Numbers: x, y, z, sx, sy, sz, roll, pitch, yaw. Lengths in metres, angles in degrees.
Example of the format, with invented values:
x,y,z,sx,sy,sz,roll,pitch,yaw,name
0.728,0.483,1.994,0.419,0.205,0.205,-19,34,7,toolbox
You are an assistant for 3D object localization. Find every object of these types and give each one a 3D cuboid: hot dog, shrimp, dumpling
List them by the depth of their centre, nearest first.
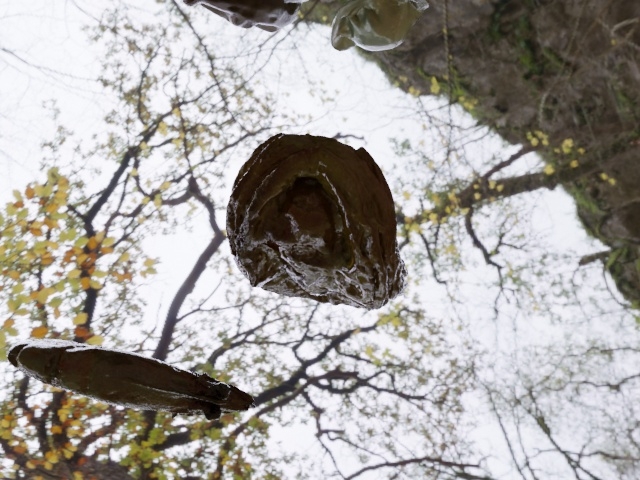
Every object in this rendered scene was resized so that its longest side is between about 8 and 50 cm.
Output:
x,y,z,sx,sy,sz,roll,pitch,yaw,name
0.039,-0.168,0.445,0.059,0.077,0.043,-1,-81,-52,dumpling
0.000,0.004,0.603,0.259,0.175,0.114,64,-143,-62,hot dog
-0.220,0.164,0.716,0.294,0.154,0.062,19,-96,-6,shrimp

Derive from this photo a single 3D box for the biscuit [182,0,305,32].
x,y,z,sx,sy,sz,roll,pitch,yaw,name
-0.142,-0.369,0.692,0.366,0.115,0.268,3,-133,-50,biscuit
